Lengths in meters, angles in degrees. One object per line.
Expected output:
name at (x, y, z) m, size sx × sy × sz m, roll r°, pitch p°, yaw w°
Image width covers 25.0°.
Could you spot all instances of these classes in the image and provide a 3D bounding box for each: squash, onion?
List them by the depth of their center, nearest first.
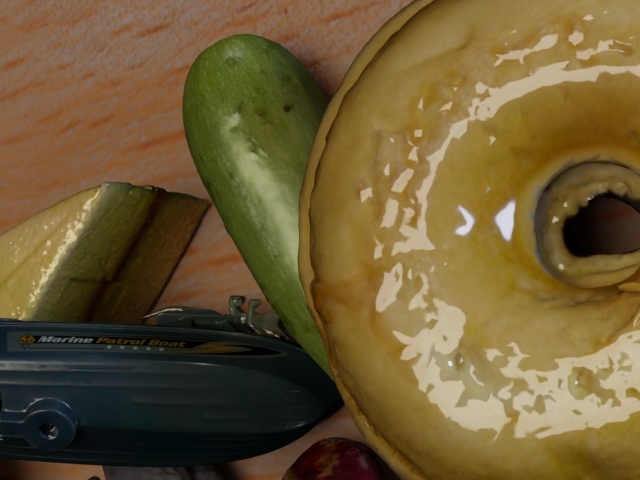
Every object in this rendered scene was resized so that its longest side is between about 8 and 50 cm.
onion at (0.015, 0.209, 1.137) m, size 0.107 × 0.097 × 0.107 m, roll -30°, pitch 54°, yaw 54°
squash at (-0.007, 0.002, 1.144) m, size 0.118 × 0.118 × 0.370 m, roll -32°, pitch 75°, yaw 26°

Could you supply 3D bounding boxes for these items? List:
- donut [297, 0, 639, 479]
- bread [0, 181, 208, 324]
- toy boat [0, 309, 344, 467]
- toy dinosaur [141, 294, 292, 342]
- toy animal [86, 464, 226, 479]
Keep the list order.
donut at (0.189, -0.014, 0.965) m, size 0.449 × 0.198 × 0.448 m, roll -4°, pitch 81°, yaw 25°
bread at (-0.247, 0.026, 1.264) m, size 0.163 × 0.168 × 0.264 m, roll 38°, pitch 103°, yaw 27°
toy boat at (-0.124, 0.117, 1.159) m, size 0.296 × 0.122 × 0.114 m, roll 1°, pitch 121°, yaw -6°
toy dinosaur at (-0.064, 0.067, 1.220) m, size 0.180 × 0.037 × 0.058 m, roll 16°, pitch 91°, yaw 30°
toy animal at (-0.117, 0.231, 1.203) m, size 0.324 × 0.090 × 0.195 m, roll -28°, pitch 65°, yaw 42°
